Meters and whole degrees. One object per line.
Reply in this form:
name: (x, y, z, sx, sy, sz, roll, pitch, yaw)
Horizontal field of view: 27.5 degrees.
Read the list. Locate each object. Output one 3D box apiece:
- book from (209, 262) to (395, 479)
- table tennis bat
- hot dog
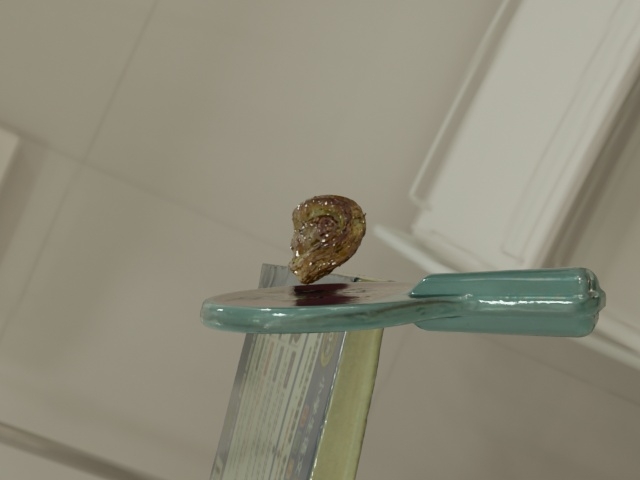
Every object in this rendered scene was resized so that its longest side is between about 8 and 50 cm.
book: (-0.036, 0.167, 1.111, 0.428, 0.039, 0.300, -174, 98, -78)
table tennis bat: (0.045, 0.038, 0.774, 0.153, 0.244, 0.040, -12, -81, -66)
hot dog: (0.000, 0.000, 0.925, 0.083, 0.035, 0.058, -34, 52, 58)
